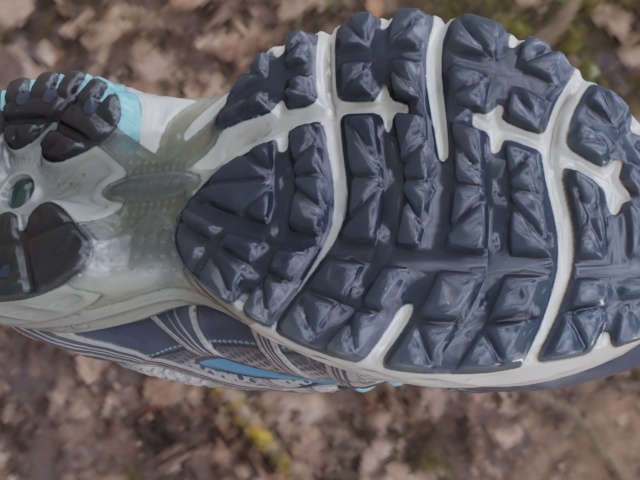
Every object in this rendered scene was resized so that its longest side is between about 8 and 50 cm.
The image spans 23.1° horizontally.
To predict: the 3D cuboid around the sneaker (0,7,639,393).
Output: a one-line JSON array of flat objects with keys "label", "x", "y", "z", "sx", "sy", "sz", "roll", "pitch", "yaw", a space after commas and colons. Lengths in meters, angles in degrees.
[{"label": "sneaker", "x": 0.000, "y": 0.000, "z": 0.514, "sx": 0.122, "sy": 0.283, "sz": 0.110, "roll": 37, "pitch": 64, "yaw": -51}]
